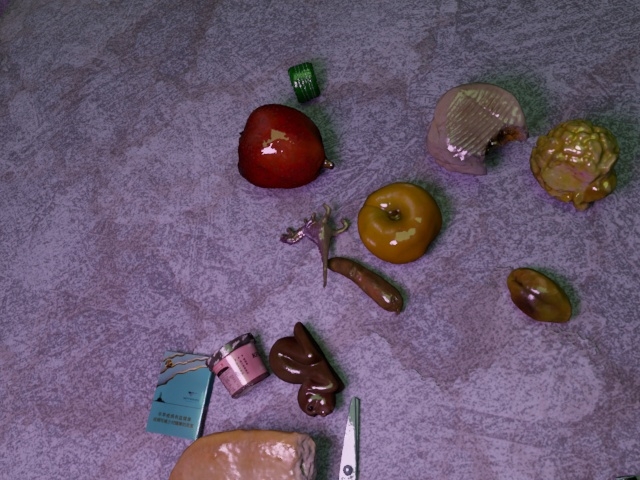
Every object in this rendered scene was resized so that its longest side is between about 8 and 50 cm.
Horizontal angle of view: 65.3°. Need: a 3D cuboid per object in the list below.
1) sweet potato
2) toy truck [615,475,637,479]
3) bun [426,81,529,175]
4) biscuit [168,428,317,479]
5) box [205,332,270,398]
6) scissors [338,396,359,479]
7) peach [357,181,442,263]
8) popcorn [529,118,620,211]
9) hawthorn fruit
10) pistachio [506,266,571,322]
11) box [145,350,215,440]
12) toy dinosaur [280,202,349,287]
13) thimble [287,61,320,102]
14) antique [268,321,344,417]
[{"bbox_3d":[0.129,0.116,1.449,0.273,0.075,0.075,35,79,23],"label":"sweet potato"},{"bbox_3d":[0.624,0.615,1.121,0.259,0.135,0.129,-12,67,10],"label":"toy truck"},{"bbox_3d":[0.448,-0.325,1.490,0.281,0.205,0.282,-1,82,5],"label":"bun"},{"bbox_3d":[-0.191,0.674,1.217,0.445,0.104,0.430,1,89,16],"label":"biscuit"},{"bbox_3d":[-0.223,0.354,1.385,0.151,0.151,0.135,-34,74,-3],"label":"box"},{"bbox_3d":[0.067,0.632,1.279,0.192,0.029,0.448,3,70,12],"label":"scissors"},{"bbox_3d":[0.226,-0.054,1.459,0.251,0.153,0.251,-13,55,18],"label":"peach"},{"bbox_3d":[0.716,-0.222,1.397,0.259,0.259,0.212,23,60,19],"label":"popcorn"},{"bbox_3d":[-0.102,-0.285,1.560,0.307,0.265,0.265,17,73,8],"label":"hawthorn fruit"},{"bbox_3d":[0.581,0.145,1.329,0.100,0.110,0.189,-24,61,-34],"label":"pistachio"},{"bbox_3d":[-0.396,0.443,1.438,0.161,0.041,0.229,4,70,12],"label":"box"},{"bbox_3d":[0.001,0.001,1.510,0.251,0.072,0.200,41,84,26],"label":"toy dinosaur"},{"bbox_3d":[-0.055,-0.540,1.711,0.090,0.130,0.118,-19,86,4],"label":"thimble"},{"bbox_3d":[-0.042,0.362,1.359,0.143,0.121,0.257,-38,66,-2],"label":"antique"}]
